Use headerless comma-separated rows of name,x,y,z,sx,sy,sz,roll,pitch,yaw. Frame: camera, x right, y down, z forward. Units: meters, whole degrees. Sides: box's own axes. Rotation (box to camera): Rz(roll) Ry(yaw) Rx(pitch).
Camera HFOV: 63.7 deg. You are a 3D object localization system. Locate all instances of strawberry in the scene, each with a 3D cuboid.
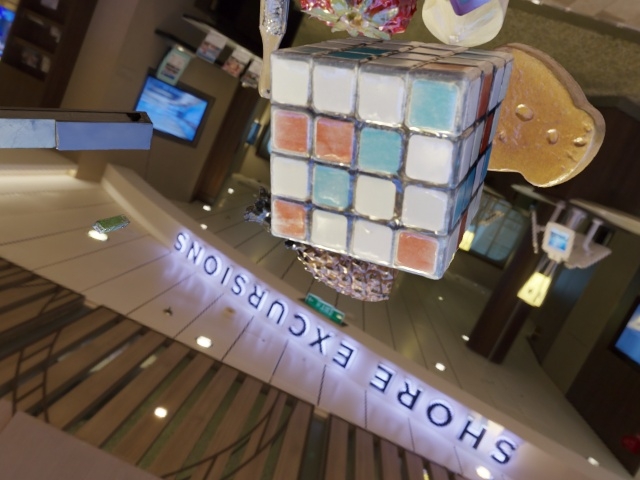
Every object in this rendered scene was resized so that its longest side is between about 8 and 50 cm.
strawberry,0.102,-0.684,1.234,0.317,0.346,0.295,14,-176,-4

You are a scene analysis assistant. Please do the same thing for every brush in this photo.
brush,-0.121,-0.492,1.272,0.069,0.328,0.065,6,-134,-5

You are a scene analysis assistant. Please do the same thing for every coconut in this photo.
coconut,0.423,-0.680,1.489,0.237,0.266,0.237,22,169,4

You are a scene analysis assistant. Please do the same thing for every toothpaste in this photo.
toothpaste,-0.365,-0.029,0.901,0.020,0.017,0.083,49,-165,-2

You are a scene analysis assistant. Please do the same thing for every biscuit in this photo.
biscuit,0.454,-0.266,1.166,0.057,0.287,0.344,-18,-117,-34

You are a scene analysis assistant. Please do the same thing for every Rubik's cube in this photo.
Rubik's cube,0.096,-0.135,0.719,0.258,0.254,0.256,17,-150,22

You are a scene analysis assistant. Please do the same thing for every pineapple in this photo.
pineapple,0.000,0.000,1.150,0.361,0.202,0.202,22,-170,-19

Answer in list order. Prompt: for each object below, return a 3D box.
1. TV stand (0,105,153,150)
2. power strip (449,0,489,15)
TV stand,-0.379,-0.162,0.748,0.256,0.049,0.040,-8,-135,-33
power strip,0.163,-0.403,0.606,0.279,0.109,0.038,48,-149,-38
